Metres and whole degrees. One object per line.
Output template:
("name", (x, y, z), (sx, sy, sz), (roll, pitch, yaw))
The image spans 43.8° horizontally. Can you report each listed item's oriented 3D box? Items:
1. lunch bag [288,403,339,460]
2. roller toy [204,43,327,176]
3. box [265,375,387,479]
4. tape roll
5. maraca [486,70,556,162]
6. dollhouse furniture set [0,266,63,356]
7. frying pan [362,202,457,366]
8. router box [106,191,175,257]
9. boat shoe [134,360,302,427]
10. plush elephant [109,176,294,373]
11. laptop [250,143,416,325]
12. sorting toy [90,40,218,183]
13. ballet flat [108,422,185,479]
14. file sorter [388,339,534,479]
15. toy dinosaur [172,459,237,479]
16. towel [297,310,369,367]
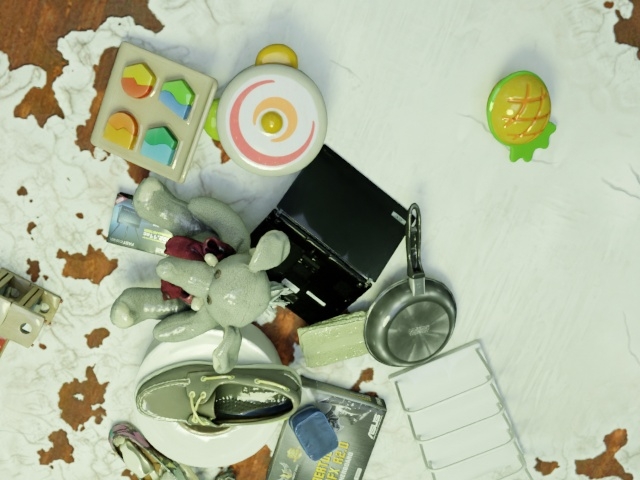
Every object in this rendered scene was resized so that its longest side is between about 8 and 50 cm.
("lunch bag", (-0.012, 0.365, 1.509), (0.067, 0.065, 0.098), (-29, 102, -11))
("roller toy", (-0.082, -0.212, 1.374), (0.209, 0.146, 0.191), (-44, 103, 7))
("box", (0.010, 0.402, 1.581), (0.183, 0.056, 0.231), (17, 102, -8))
("tape roll", (-0.208, 0.284, 1.518), (0.286, 0.100, 0.286), (-1, 104, -3))
("maraca", (0.361, -0.219, 1.424), (0.127, 0.099, 0.186), (-36, 128, 0))
("dollhouse furniture set", (-0.581, 0.172, 1.454), (0.129, 0.129, 0.184), (29, 100, -10))
("frying pan", (0.199, 0.104, 1.494), (0.197, 0.053, 0.326), (13, 109, -25))
("router box", (-0.324, -0.029, 1.463), (0.122, 0.038, 0.092), (14, 103, -6))
("boat shoe", (-0.185, 0.279, 1.419), (0.305, 0.091, 0.109), (-3, 105, -2))
("plush elephant", (-0.184, 0.066, 1.332), (0.330, 0.255, 0.272), (19, 89, -13))
("laptop", (0.000, 0.000, 1.501), (0.234, 0.136, 0.264), (38, 125, -11))
("sorting toy", (-0.295, -0.222, 1.377), (0.208, 0.038, 0.193), (25, 103, 15))
("ballet flat", (-0.336, 0.452, 1.564), (0.077, 0.079, 0.221), (-40, 103, 6))
("file sorter", (0.278, 0.376, 1.530), (0.193, 0.173, 0.278), (-22, 105, 3))
("toy dinosaur", (-0.215, 0.522, 1.586), (0.118, 0.064, 0.268), (-16, 114, -16))
("towel", (0.034, 0.192, 1.527), (0.148, 0.027, 0.110), (-15, 127, -1))
